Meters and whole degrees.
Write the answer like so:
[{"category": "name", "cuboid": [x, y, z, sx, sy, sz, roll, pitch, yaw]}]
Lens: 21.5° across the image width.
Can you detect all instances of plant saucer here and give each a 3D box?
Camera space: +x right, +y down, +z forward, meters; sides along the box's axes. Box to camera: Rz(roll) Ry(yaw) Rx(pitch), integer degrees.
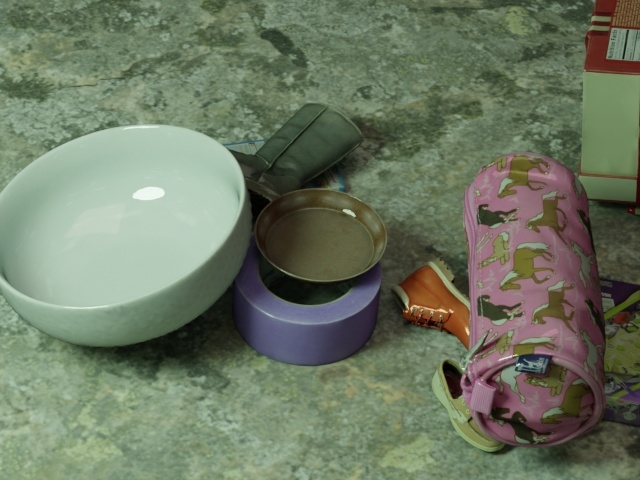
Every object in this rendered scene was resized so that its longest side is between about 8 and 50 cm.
[{"category": "plant saucer", "cuboid": [0.000, 0.000, 2.136, 0.168, 0.029, 0.168, 2, 45, -2]}]

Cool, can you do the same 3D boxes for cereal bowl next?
[{"category": "cereal bowl", "cuboid": [-0.244, 0.012, 2.116, 0.339, 0.141, 0.339, -6, 42, 6]}]

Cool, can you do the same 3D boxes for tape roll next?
[{"category": "tape roll", "cuboid": [-0.018, 0.064, 2.147, 0.189, 0.080, 0.189, 2, 45, -2]}]

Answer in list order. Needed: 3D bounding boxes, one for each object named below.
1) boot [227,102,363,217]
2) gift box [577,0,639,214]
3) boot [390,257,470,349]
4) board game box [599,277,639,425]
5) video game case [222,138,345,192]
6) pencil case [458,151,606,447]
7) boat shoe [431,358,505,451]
[{"category": "boot", "cuboid": [-0.068, -0.130, 2.321, 0.190, 0.076, 0.208, 33, 56, 8]}, {"category": "gift box", "cuboid": [0.492, -0.179, 2.306, 0.276, 0.258, 0.255, 9, 44, 15]}, {"category": "boot", "cuboid": [0.152, 0.097, 2.151, 0.085, 0.059, 0.158, -24, 48, -14]}, {"category": "board game box", "cuboid": [0.443, 0.150, 2.124, 0.347, 0.056, 0.208, 11, 41, 7]}, {"category": "video game case", "cuboid": [-0.061, -0.099, 2.354, 0.166, 0.015, 0.119, -8, 45, -12]}, {"category": "pencil case", "cuboid": [0.255, 0.064, 2.060, 0.160, 0.167, 0.386, -23, 37, 24]}, {"category": "boat shoe", "cuboid": [0.179, 0.199, 2.050, 0.050, 0.045, 0.135, -22, 51, -24]}]
